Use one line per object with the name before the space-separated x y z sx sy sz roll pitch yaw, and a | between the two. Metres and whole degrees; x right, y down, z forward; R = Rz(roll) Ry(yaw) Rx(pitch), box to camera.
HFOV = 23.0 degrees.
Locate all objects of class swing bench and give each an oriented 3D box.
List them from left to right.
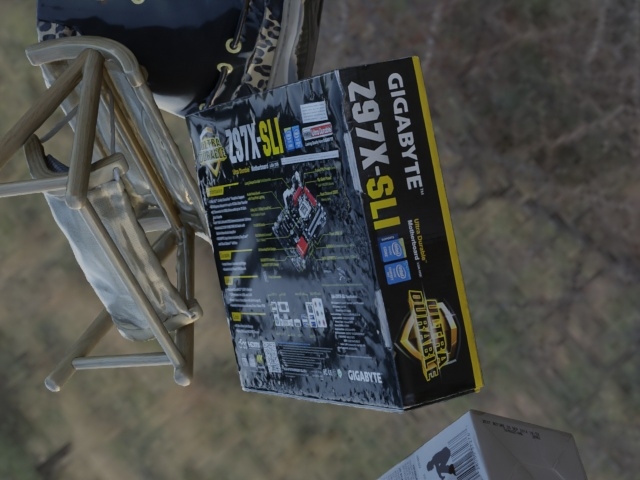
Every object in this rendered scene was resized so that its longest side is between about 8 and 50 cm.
swing bench | -0.206 -0.030 1.533 0.165 0.255 0.253 -5 133 24

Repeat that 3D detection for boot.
boot | -0.139 -0.270 1.608 0.284 0.138 0.377 12 131 5

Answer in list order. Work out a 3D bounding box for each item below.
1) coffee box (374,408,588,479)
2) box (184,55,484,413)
coffee box | 0.143 0.324 1.773 0.168 0.297 0.119 16 -135 -36
box | 0.000 0.000 1.281 0.322 0.079 0.257 -6 95 65
